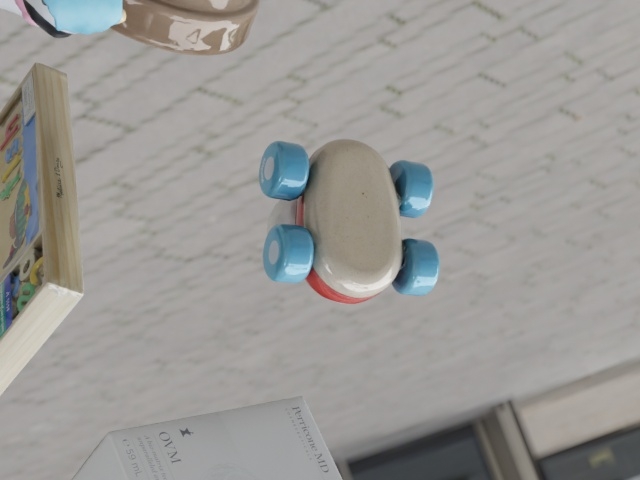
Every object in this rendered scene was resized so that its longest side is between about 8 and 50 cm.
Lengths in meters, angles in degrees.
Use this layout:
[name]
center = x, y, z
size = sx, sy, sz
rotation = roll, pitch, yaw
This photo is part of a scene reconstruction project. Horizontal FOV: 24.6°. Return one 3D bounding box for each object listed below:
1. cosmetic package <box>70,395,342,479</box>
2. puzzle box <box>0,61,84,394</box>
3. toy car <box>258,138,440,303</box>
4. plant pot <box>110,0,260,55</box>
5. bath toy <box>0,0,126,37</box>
[cosmetic package]
center = -0.086, 0.285, 1.362
size = 0.225, 0.224, 0.138
rotation = -6, 148, -40
[puzzle box]
center = -0.405, -0.006, 1.907
size = 0.052, 0.408, 0.272
rotation = 21, 127, -31
[toy car]
center = 0.000, 0.000, 1.908
size = 0.219, 0.210, 0.238
rotation = 6, 159, -26
[plant pot]
center = -0.168, -0.390, 1.795
size = 0.263, 0.263, 0.229
rotation = -4, 132, -43
[bath toy]
center = -0.298, -0.284, 1.504
size = 0.129, 0.151, 0.348
rotation = -4, -171, -21
